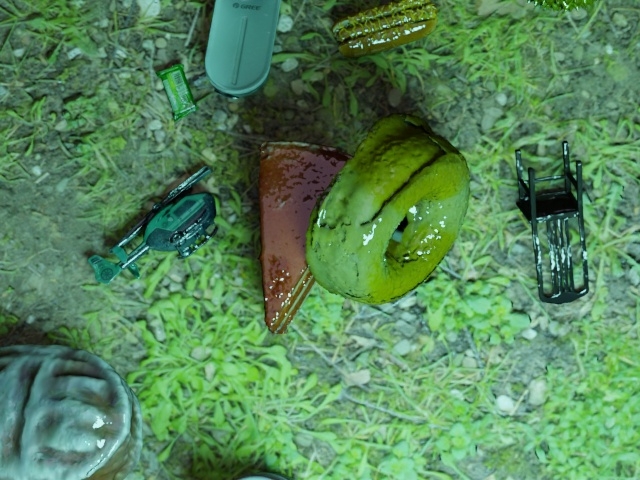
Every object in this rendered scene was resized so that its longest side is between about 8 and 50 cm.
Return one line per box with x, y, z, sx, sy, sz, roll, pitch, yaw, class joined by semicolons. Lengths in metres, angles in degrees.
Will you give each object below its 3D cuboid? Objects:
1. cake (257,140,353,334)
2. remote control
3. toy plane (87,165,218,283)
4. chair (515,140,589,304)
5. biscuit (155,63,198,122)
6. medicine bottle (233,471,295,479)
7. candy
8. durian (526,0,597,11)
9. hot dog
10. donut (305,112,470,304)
0.000;0.000;1.385;0.160;0.158;0.262;-4;78;5;cake
-0.116;-0.339;1.528;0.104;0.052;0.247;8;77;5;remote control
-0.235;-0.011;1.456;0.235;0.060;0.096;-40;69;-9;toy plane
0.333;-0.023;1.411;0.084;0.101;0.212;-9;113;4;chair
-0.221;-0.230;1.529;0.046;0.016;0.089;-22;75;1;biscuit
-0.076;0.371;1.293;0.135;0.168;0.135;-1;76;5;medicine bottle
-0.386;0.256;1.355;0.290;0.157;0.214;1;62;12;candy
0.343;-0.398;1.484;0.221;0.137;0.095;14;112;3;durian
0.102;-0.329;1.510;0.165;0.045;0.071;-16;74;2;hot dog
0.104;-0.029;1.323;0.107;0.272;0.272;29;80;35;donut
